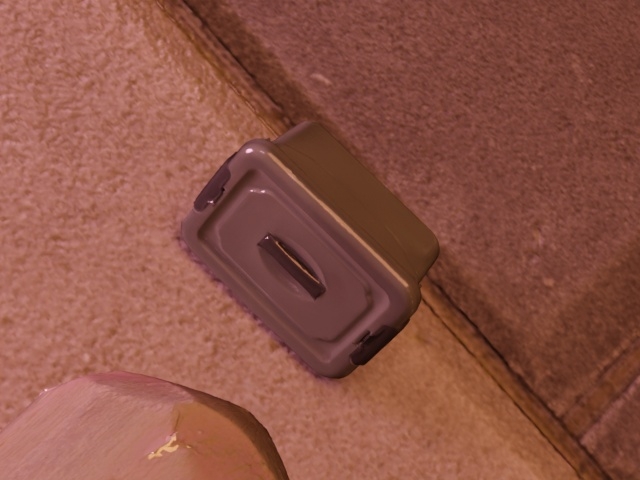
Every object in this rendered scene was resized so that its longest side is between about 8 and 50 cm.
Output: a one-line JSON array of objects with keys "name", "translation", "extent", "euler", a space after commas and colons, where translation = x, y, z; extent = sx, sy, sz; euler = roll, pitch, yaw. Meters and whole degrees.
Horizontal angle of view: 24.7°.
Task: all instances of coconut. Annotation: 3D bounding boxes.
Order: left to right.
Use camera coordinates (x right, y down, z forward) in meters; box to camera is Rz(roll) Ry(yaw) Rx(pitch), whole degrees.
[{"name": "coconut", "translation": [-0.109, 0.179, 0.826], "extent": [0.234, 0.224, 0.224], "euler": [-28, 77, -36]}]

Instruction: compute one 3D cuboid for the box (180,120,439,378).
[{"name": "box", "translation": [0.000, 0.000, 1.060], "extent": [0.172, 0.124, 0.093], "euler": [45, 40, 1]}]
